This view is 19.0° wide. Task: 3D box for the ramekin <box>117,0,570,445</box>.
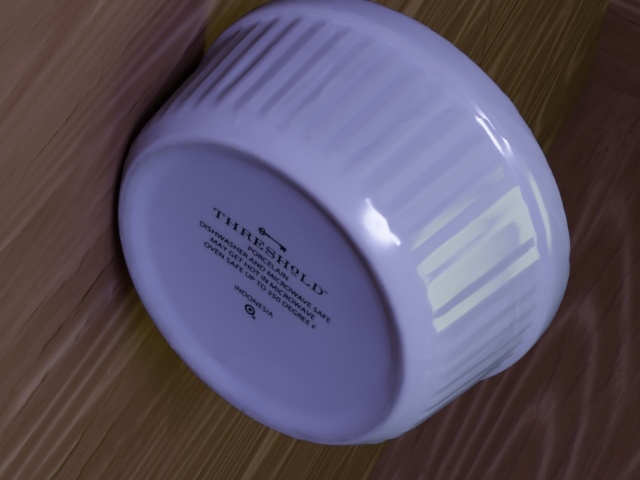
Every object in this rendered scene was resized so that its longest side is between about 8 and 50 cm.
[{"bbox_3d":[0.000,0.000,1.130,0.127,0.273,0.273,-42,153,-38],"label":"ramekin"}]
